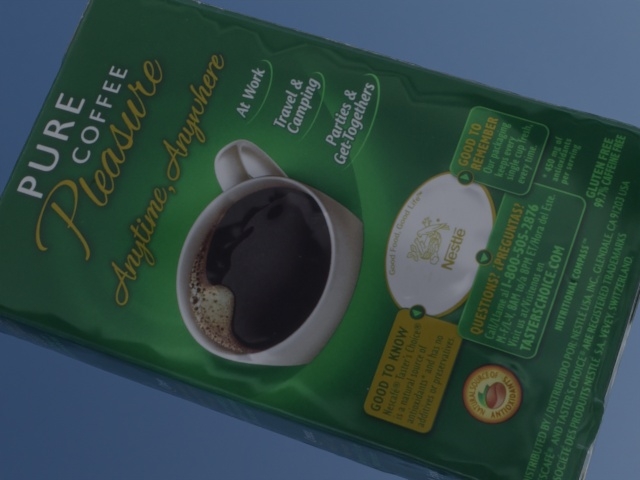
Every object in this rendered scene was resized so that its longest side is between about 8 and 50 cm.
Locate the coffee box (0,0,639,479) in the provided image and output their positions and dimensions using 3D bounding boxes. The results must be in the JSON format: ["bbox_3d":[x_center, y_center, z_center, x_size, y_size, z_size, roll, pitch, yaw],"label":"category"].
[{"bbox_3d":[0.000,0.000,0.411,0.184,0.040,0.113,17,-105,12],"label":"coffee box"}]
